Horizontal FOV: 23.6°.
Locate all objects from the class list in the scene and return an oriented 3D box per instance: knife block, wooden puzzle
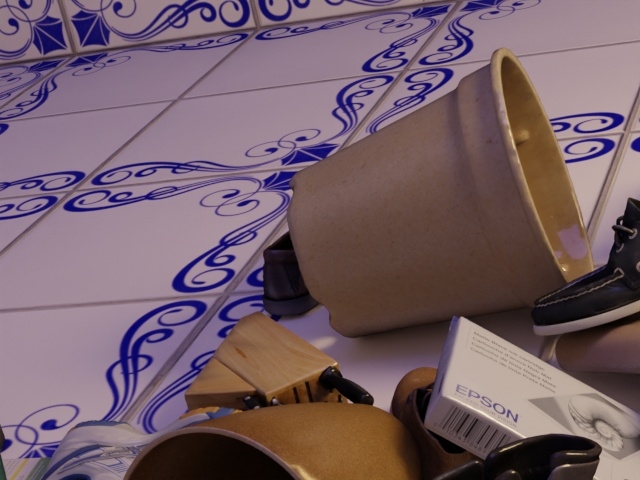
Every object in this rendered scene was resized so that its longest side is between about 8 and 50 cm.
[{"bbox_3d":[-0.015,0.172,1.715,0.242,0.088,0.276,-4,22,21],"label":"knife block"},{"bbox_3d":[0.463,0.067,1.619,0.347,0.081,0.322,-27,5,-20],"label":"wooden puzzle"}]

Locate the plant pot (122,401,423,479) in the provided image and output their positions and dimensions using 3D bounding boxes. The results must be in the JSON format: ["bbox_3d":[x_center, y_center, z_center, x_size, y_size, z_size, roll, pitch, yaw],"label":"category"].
[{"bbox_3d":[-0.015,0.241,1.387,0.237,0.237,0.254,0,14,32],"label":"plant pot"}]

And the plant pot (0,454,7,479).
[{"bbox_3d":[-0.399,0.292,1.411,0.271,0.255,0.272,-12,22,5],"label":"plant pot"}]

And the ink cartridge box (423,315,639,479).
[{"bbox_3d":[0.217,0.161,1.483,0.223,0.045,0.224,29,26,-2],"label":"ink cartridge box"}]

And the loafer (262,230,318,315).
[{"bbox_3d":[0.000,0.000,2.130,0.109,0.095,0.302,-3,23,24],"label":"loafer"}]

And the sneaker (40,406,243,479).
[{"bbox_3d":[-0.167,0.257,1.594,0.296,0.112,0.131,-11,28,30],"label":"sneaker"}]

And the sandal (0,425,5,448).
[{"bbox_3d":[-0.499,0.240,1.906,0.254,0.054,0.097,15,41,34],"label":"sandal"}]

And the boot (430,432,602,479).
[{"bbox_3d":[0.090,0.292,1.154,0.338,0.223,0.118,-29,27,-35],"label":"boot"}]

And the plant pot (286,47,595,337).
[{"bbox_3d":[0.137,-0.026,1.867,0.305,0.334,0.334,-19,19,17],"label":"plant pot"}]

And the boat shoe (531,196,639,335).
[{"bbox_3d":[0.371,-0.002,1.644,0.340,0.113,0.127,-23,5,19],"label":"boat shoe"}]

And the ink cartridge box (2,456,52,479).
[{"bbox_3d":[-0.418,0.307,1.667,0.235,0.056,0.171,-5,23,17],"label":"ink cartridge box"}]

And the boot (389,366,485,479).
[{"bbox_3d":[0.128,0.182,1.568,0.112,0.115,0.305,-16,20,-1],"label":"boot"}]
